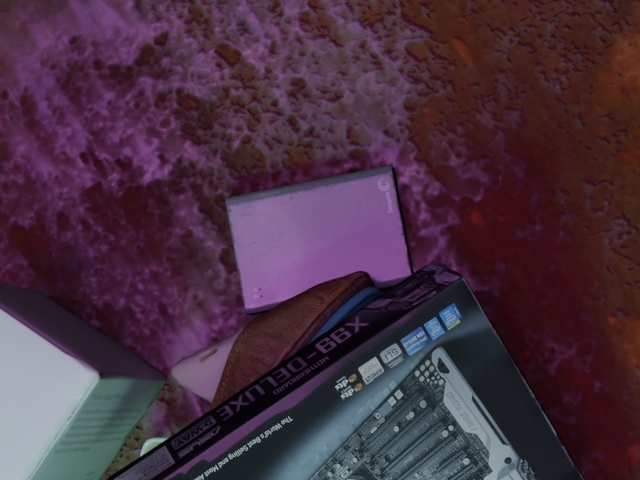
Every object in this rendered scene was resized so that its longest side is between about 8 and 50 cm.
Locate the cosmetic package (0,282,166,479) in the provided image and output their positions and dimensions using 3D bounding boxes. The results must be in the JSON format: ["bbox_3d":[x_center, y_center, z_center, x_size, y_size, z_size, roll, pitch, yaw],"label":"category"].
[{"bbox_3d":[-0.247,0.155,1.329,0.138,0.224,0.224,34,90,9],"label":"cosmetic package"}]

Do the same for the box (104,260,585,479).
[{"bbox_3d":[0.025,0.199,1.296,0.307,0.076,0.242,-33,105,-7],"label":"box"}]

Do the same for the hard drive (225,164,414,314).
[{"bbox_3d":[0.000,0.000,1.413,0.135,0.022,0.094,-11,83,6],"label":"hard drive"}]

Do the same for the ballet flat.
[{"bbox_3d":[-0.075,0.162,1.378,0.124,0.116,0.342,25,92,28],"label":"ballet flat"}]
